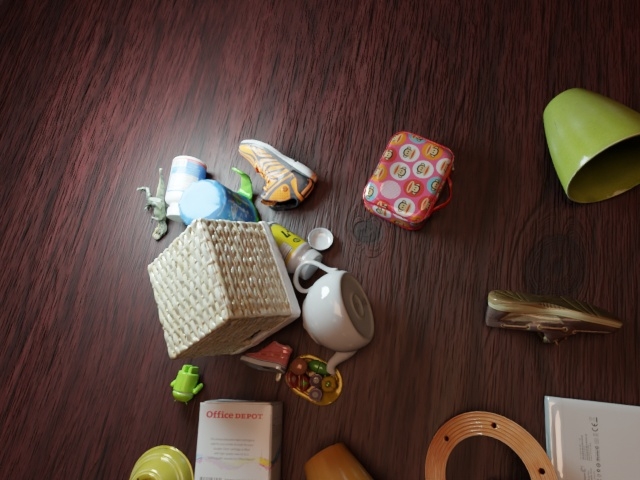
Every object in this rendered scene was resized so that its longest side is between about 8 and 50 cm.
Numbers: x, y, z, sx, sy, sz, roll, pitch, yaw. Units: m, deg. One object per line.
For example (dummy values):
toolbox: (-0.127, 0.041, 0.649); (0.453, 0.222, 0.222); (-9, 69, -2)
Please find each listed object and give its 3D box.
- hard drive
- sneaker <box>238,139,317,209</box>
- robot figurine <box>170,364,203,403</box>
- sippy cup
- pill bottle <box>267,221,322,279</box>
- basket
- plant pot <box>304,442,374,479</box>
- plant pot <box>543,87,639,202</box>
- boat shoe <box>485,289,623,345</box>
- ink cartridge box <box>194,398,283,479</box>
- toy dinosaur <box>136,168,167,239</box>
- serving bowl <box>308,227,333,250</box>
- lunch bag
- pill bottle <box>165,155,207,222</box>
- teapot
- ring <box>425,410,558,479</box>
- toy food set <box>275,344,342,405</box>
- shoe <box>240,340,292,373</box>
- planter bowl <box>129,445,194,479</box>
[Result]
hard drive: (0.778, 0.544, 1.058); (0.354, 0.047, 0.232); (2, 73, 13)
sneaker: (-0.187, -0.224, 1.445); (0.321, 0.124, 0.180); (29, 80, 18)
robot figurine: (-0.429, 0.458, 1.313); (0.101, 0.067, 0.115); (8, 75, 19)
sippy cup: (-0.351, -0.090, 1.384); (0.240, 0.224, 0.305); (-8, 71, 8)
pill bottle: (-0.106, 0.035, 1.352); (0.209, 0.119, 0.119); (32, 82, 18)
basket: (-0.291, 0.149, 1.215); (0.328, 0.267, 0.331); (-36, 66, 32)
plant pot: (0.053, 0.662, 1.098); (0.205, 0.205, 0.187); (-35, 55, -1)
plant pot: (0.800, -0.311, 1.223); (0.275, 0.274, 0.293); (-16, 55, 6)
boat shoe: (0.644, 0.229, 1.160); (0.343, 0.123, 0.123); (7, 104, 8)
ink cartridge box: (-0.231, 0.625, 1.189); (0.227, 0.131, 0.305); (-2, 71, 11)
toy dinosaur: (-0.605, -0.142, 1.503); (0.118, 0.064, 0.267); (18, 114, 26)
serving bowl: (0.000, 0.000, 1.385); (0.084, 0.027, 0.083); (0, 61, 0)
lunch bag: (0.303, -0.189, 1.339); (0.258, 0.120, 0.292); (27, 79, 17)
pill bottle: (-0.490, -0.182, 1.493); (0.125, 0.124, 0.221); (2, 74, 12)
teapot: (0.029, 0.217, 1.221); (0.187, 0.252, 0.255); (-23, 38, 23)
ring: (0.426, 0.615, 1.047); (0.337, 0.032, 0.336); (-20, 58, 34)
toy food set: (-0.041, 0.413, 1.248); (0.218, 0.071, 0.128); (20, 78, 17)
shoe: (-0.167, 0.359, 1.286); (0.178, 0.063, 0.081); (-2, 50, 36)
planter bowl: (-0.499, 0.739, 1.229); (0.218, 0.090, 0.216); (-3, 73, 10)
